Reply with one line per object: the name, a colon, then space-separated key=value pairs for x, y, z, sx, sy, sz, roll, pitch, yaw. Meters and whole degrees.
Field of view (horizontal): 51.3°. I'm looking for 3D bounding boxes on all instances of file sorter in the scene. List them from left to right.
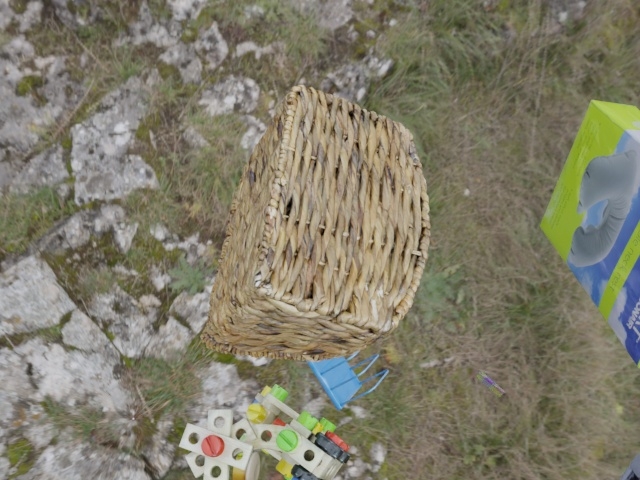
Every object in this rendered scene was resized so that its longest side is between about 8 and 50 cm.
file sorter: x=0.053 y=0.253 z=1.451 sx=0.170 sy=0.104 sz=0.118 roll=57 pitch=29 yaw=2

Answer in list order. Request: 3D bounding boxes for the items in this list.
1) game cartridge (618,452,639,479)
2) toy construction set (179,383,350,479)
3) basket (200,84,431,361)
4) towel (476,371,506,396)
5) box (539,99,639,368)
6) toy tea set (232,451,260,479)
game cartridge: x=0.556 y=0.384 z=1.057 sx=0.196 sy=0.294 sz=0.060 roll=-13 pitch=47 yaw=-11
toy construction set: x=-0.070 y=0.309 z=1.045 sx=0.215 sy=0.327 sz=0.151 roll=32 pitch=91 yaw=19
basket: x=0.000 y=0.000 z=0.851 sx=0.213 sy=0.223 sz=0.299 roll=18 pitch=59 yaw=-17
towel: x=0.451 y=0.382 z=1.770 sx=0.083 sy=0.060 sz=0.009 roll=40 pitch=73 yaw=17
box: x=0.204 y=-0.004 z=0.418 sx=0.042 sy=0.109 sz=0.178 roll=5 pitch=32 yaw=-10
toy tea set: x=-0.217 y=0.641 z=1.515 sx=0.124 sy=0.200 sz=0.336 roll=6 pitch=113 yaw=12
